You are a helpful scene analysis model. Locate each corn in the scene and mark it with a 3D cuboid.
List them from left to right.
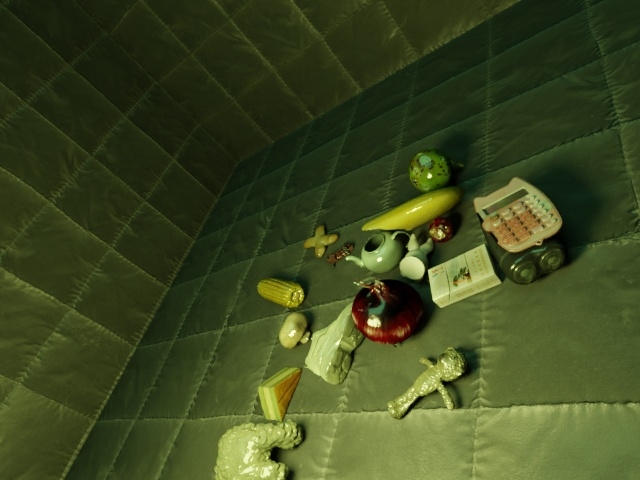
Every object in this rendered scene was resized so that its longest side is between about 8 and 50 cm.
[{"bbox_3d":[-0.203,0.254,2.279,0.344,0.131,0.131,7,58,56],"label":"corn"}]

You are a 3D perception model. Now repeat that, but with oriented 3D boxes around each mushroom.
[{"bbox_3d":[-0.113,0.400,1.999,0.166,0.127,0.166,-53,8,11],"label":"mushroom"}]

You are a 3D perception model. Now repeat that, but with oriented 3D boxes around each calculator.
[{"bbox_3d":[0.646,-0.079,1.495,0.220,0.048,0.330,-28,33,14],"label":"calculator"}]

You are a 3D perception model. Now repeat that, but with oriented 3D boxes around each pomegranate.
[{"bbox_3d":[0.515,-0.318,2.036,0.263,0.211,0.211,-26,25,-17],"label":"pomegranate"}]

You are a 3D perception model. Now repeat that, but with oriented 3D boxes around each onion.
[{"bbox_3d":[0.234,0.228,1.635,0.272,0.285,0.273,-16,28,8],"label":"onion"},{"bbox_3d":[0.488,-0.042,1.822,0.107,0.097,0.107,-4,85,57],"label":"onion"}]

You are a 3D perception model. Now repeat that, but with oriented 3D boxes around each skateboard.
[{"bbox_3d":[0.093,0.064,2.227,0.151,0.067,0.080,-35,21,7],"label":"skateboard"}]

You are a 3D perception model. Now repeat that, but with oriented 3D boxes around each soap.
[{"bbox_3d":[0.398,-0.115,1.888,0.427,0.306,0.115,-27,77,37],"label":"soap"}]

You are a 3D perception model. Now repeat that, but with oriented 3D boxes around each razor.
[{"bbox_3d":[0.672,-0.008,1.523,0.204,0.113,0.349,-30,30,19],"label":"razor"}]

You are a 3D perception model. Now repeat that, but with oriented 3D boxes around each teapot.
[{"bbox_3d":[0.263,0.045,1.954,0.294,0.129,0.193,-31,34,24],"label":"teapot"}]

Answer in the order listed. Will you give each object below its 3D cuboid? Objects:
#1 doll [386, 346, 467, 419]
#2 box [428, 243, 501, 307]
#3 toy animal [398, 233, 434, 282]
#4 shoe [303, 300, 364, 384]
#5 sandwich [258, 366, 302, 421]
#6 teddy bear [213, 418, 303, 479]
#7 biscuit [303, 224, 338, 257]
[{"bbox_3d":[0.335,0.445,1.434,0.285,0.091,0.203,-35,18,37],"label":"doll"},{"bbox_3d":[0.506,0.128,1.612,0.233,0.067,0.150,-30,33,26],"label":"box"},{"bbox_3d":[0.387,0.074,1.813,0.103,0.131,0.221,7,27,22],"label":"toy animal"},{"bbox_3d":[0.050,0.384,1.801,0.210,0.132,0.342,2,57,49],"label":"shoe"},{"bbox_3d":[-0.150,0.628,1.872,0.117,0.144,0.187,-11,8,44],"label":"sandwich"},{"bbox_3d":[-0.245,0.832,1.600,0.357,0.224,0.368,-23,52,32],"label":"teddy bear"},{"bbox_3d":[-0.001,0.000,2.424,0.164,0.047,0.208,-46,29,-4],"label":"biscuit"}]
